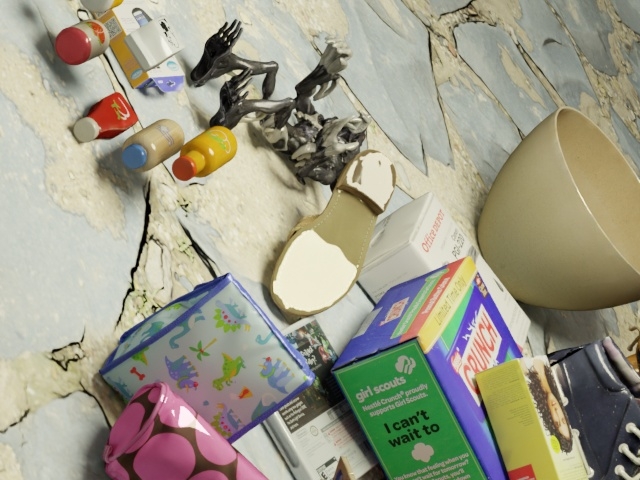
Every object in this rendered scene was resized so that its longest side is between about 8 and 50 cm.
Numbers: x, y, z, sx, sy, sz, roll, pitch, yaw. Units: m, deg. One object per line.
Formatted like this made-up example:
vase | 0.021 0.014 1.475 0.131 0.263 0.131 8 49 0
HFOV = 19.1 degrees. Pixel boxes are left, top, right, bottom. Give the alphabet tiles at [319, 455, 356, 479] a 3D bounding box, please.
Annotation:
alphabet tiles | 0.006 0.306 1.643 0.009 0.198 0.237 13 13 -13

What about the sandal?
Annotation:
sandal | 0.005 0.004 2.116 0.088 0.079 0.240 39 57 -11

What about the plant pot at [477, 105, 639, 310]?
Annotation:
plant pot | 0.327 -0.015 2.606 0.284 0.191 0.284 43 28 -30

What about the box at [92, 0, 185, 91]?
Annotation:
box | -0.199 -0.216 2.065 0.136 0.028 0.081 63 25 6

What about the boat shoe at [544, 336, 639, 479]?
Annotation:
boat shoe | 0.364 0.282 2.363 0.341 0.158 0.127 61 25 8

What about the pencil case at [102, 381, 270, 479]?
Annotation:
pencil case | -0.102 0.221 1.660 0.209 0.098 0.095 46 -5 -19

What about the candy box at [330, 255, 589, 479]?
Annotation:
candy box | 0.160 0.209 2.082 0.317 0.122 0.268 61 24 -9

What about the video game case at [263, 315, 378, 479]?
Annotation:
video game case | -0.008 0.173 1.969 0.173 0.022 0.190 60 25 3

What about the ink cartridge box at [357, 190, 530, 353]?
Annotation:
ink cartridge box | 0.150 0.070 2.298 0.218 0.092 0.158 50 25 -11

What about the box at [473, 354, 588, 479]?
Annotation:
box | 0.235 0.238 1.987 0.087 0.058 0.232 -2 72 -62

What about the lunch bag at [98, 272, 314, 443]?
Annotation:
lunch bag | -0.099 0.112 1.714 0.129 0.151 0.096 51 26 -13

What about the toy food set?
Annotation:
toy food set | -0.193 -0.152 1.895 0.232 0.111 0.104 58 24 -5

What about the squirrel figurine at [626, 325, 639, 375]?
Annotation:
squirrel figurine | 0.572 0.187 2.494 0.370 0.397 0.281 78 8 -51

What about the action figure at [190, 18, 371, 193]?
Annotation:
action figure | -0.013 -0.147 2.196 0.275 0.141 0.164 25 38 -45
